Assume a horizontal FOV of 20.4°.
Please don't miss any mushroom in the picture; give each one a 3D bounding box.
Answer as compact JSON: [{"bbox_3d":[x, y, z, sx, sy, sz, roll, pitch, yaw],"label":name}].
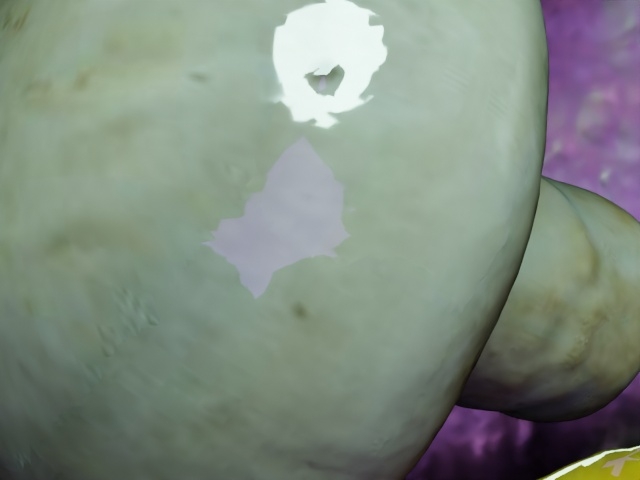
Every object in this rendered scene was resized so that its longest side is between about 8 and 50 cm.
[{"bbox_3d":[-0.017,0.004,0.461,0.206,0.206,0.209,-34,129,-1],"label":"mushroom"}]

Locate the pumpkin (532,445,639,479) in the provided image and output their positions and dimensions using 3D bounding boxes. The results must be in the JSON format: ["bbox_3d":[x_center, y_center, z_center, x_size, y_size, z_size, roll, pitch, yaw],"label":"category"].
[{"bbox_3d":[0.106,0.138,0.484,0.312,0.148,0.169,27,73,3],"label":"pumpkin"}]
